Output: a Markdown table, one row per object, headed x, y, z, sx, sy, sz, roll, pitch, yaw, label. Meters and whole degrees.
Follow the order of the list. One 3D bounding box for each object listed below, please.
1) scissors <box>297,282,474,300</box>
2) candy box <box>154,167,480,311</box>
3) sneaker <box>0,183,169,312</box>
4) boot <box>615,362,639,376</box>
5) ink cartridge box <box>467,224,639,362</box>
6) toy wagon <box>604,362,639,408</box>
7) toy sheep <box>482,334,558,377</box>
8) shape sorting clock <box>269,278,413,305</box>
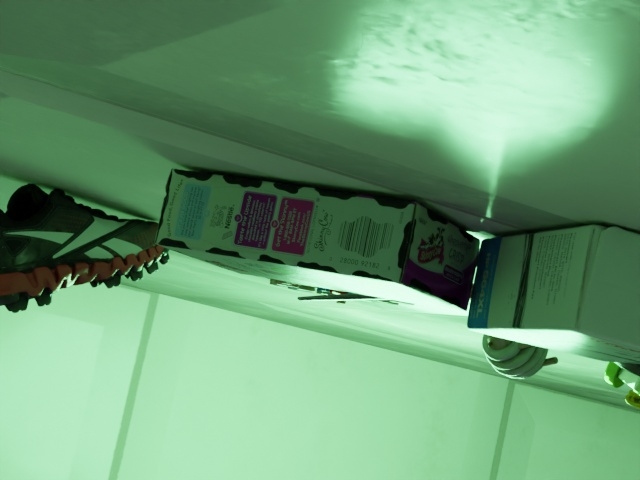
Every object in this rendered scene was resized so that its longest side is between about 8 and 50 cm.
| x | y | z | sx | sy | sz | roll | pitch | yaw | label |
| --- | --- | --- | --- | --- | --- | --- | --- | --- | --- |
| 0.134 | 0.047 | 1.295 | 0.297 | 0.021 | 0.109 | -1 | -174 | -25 | scissors |
| 0.000 | 0.000 | 1.212 | 0.233 | 0.071 | 0.159 | 8 | 173 | 26 | candy box |
| -0.280 | -0.004 | 1.590 | 0.098 | 0.135 | 0.276 | -11 | -178 | 43 | sneaker |
| 0.405 | 0.098 | 1.256 | 0.263 | 0.091 | 0.229 | 12 | 170 | -39 | boot |
| 0.228 | 0.048 | 1.140 | 0.148 | 0.086 | 0.203 | 14 | 174 | -16 | ink cartridge box |
| 0.527 | 0.235 | 1.971 | 0.267 | 0.068 | 0.344 | 31 | -175 | 35 | toy wagon |
| 0.263 | 0.142 | 1.873 | 0.091 | 0.091 | 0.132 | 6 | 152 | 43 | toy sheep |
| 0.030 | 0.061 | 1.794 | 0.206 | 0.040 | 0.206 | 12 | 174 | 1 | shape sorting clock |
